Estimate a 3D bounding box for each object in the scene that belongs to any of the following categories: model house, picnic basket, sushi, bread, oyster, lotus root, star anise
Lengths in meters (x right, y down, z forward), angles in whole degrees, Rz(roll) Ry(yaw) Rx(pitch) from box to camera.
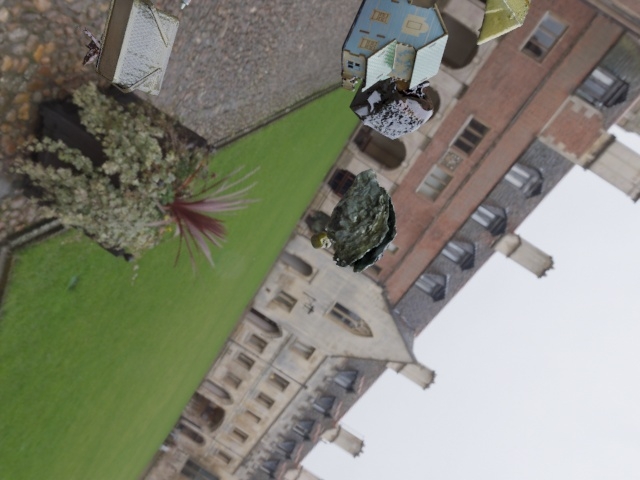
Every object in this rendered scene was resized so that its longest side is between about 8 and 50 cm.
[{"bbox_3d":[0.180,-0.447,1.111,0.178,0.206,0.271,83,26,-67],"label":"model house"},{"bbox_3d":[-0.538,-0.566,1.414,0.139,0.165,0.267,6,110,-47],"label":"picnic basket"},{"bbox_3d":[0.267,-0.477,1.662,0.212,0.227,0.215,-7,-130,48],"label":"sushi"},{"bbox_3d":[0.489,-0.645,1.293,0.266,0.141,0.178,-60,173,-32],"label":"bread"},{"bbox_3d":[0.091,-0.046,1.177,0.198,0.112,0.268,-38,-146,22],"label":"oyster"},{"bbox_3d":[0.000,0.000,1.376,0.099,0.054,0.049,155,-73,-72],"label":"lotus root"},{"bbox_3d":[-0.821,-0.730,1.807,0.144,0.140,0.158,160,-78,-67],"label":"star anise"}]

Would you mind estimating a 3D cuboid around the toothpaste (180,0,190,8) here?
[{"bbox_3d":[-0.314,-0.643,1.216,0.140,0.021,0.037,-54,-160,12],"label":"toothpaste"}]
